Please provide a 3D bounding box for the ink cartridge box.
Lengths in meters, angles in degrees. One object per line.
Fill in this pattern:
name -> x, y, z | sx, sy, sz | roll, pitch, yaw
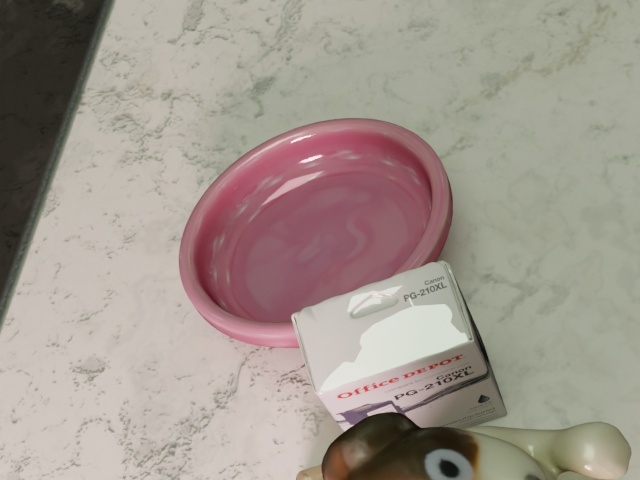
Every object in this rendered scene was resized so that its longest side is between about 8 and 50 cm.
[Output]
ink cartridge box -> 0.089, 0.134, 1.482 | 0.172, 0.237, 0.100 | -20, 61, 6

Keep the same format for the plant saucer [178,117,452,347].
plant saucer -> 0.000, 0.000, 1.627 | 0.332, 0.084, 0.332 | -14, 45, 14

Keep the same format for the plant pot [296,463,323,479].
plant pot -> 0.027, 0.287, 1.506 | 0.109, 0.096, 0.109 | -18, 60, 7

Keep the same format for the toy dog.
toy dog -> 0.129, 0.296, 1.293 | 0.395, 0.408, 0.285 | -10, 62, 11
